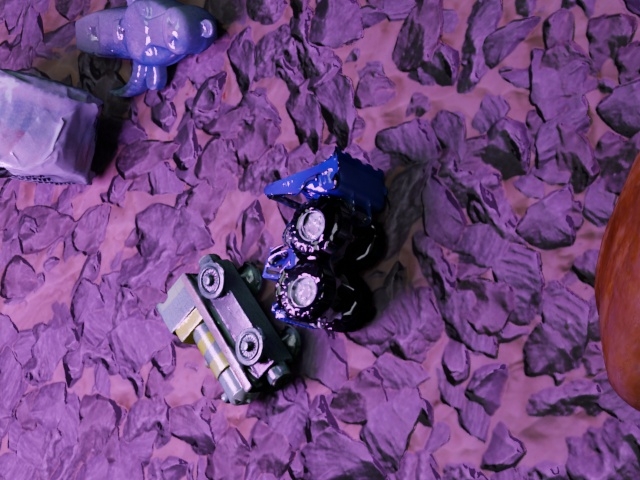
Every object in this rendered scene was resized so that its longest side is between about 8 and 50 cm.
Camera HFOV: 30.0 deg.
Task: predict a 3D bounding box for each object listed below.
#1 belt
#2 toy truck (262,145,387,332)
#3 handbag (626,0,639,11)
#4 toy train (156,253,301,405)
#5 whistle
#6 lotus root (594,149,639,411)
[{"bbox_3d":[-0.422,-0.155,1.681,0.258,0.207,0.150,3,79,52],"label":"belt"},{"bbox_3d":[0.000,0.000,1.415,0.126,0.113,0.208,7,80,36],"label":"toy truck"},{"bbox_3d":[0.403,-0.307,1.256,0.175,0.089,0.270,-46,57,6],"label":"handbag"},{"bbox_3d":[-0.110,0.115,1.482,0.132,0.083,0.200,-49,56,26],"label":"toy train"},{"bbox_3d":[-0.248,-0.292,1.672,0.269,0.093,0.180,2,104,35],"label":"whistle"},{"bbox_3d":[0.391,0.037,1.083,0.316,0.316,0.250,47,123,33],"label":"lotus root"}]
